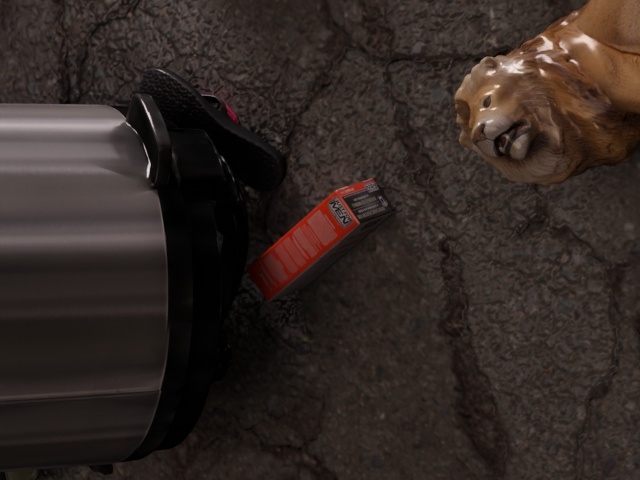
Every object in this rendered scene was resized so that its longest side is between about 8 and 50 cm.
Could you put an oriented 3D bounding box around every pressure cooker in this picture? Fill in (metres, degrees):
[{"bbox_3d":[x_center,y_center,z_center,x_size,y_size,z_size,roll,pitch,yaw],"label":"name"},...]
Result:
[{"bbox_3d":[-0.278,0.049,1.861,0.370,0.421,0.375,173,95,-64],"label":"pressure cooker"}]

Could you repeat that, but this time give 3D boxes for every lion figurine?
[{"bbox_3d":[0.280,-0.207,1.609,0.240,0.142,0.392,33,103,31],"label":"lion figurine"}]

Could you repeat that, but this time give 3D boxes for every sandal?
[{"bbox_3d":[-0.108,-0.113,1.929,0.179,0.040,0.067,36,125,5],"label":"sandal"}]

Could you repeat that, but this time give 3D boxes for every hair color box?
[{"bbox_3d":[0.000,0.000,1.860,0.141,0.072,0.043,-40,79,32],"label":"hair color box"}]

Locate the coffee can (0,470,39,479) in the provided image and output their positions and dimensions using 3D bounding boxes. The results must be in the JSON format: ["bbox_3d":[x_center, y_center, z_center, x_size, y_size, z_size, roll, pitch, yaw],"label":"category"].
[{"bbox_3d":[-0.434,0.166,2.104,0.202,0.201,0.275,-6,98,34],"label":"coffee can"}]
